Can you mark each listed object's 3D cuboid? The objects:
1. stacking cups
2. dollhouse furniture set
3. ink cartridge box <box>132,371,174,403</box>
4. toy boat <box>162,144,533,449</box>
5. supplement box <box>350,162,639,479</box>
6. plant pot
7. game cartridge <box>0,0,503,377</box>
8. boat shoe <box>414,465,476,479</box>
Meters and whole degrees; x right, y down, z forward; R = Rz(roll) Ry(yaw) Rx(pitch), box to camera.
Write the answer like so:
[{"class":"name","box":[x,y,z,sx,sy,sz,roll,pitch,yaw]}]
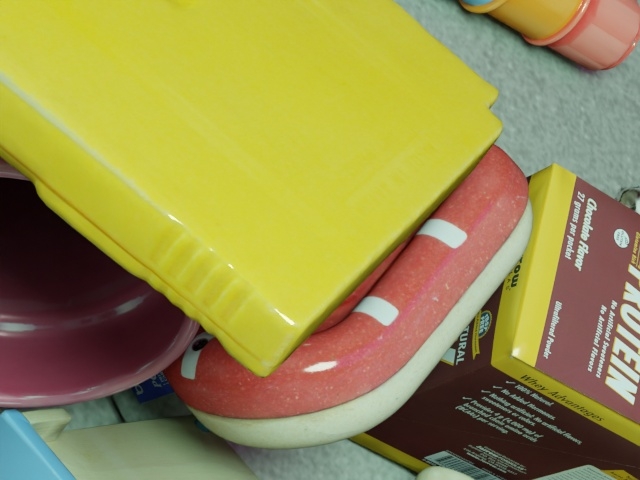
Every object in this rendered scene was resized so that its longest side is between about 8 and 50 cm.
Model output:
[{"class":"stacking cups","box":[0.102,-0.215,1.377,0.316,0.096,0.096,23,61,-35]},{"class":"dollhouse furniture set","box":[-0.063,0.235,1.088,0.303,0.198,0.286,46,21,21]},{"class":"ink cartridge box","box":[-0.054,0.004,1.193,0.207,0.046,0.097,-36,100,-42]},{"class":"toy boat","box":[0.000,0.000,1.081,0.231,0.151,0.151,-50,125,-26]},{"class":"supplement box","box":[0.144,0.076,1.219,0.191,0.194,0.129,28,60,-23]},{"class":"plant pot","box":[-0.159,-0.040,1.035,0.201,0.201,0.180,27,43,-31]},{"class":"game cartridge","box":[-0.081,-0.104,0.977,0.324,0.052,0.285,41,35,5]},{"class":"boat shoe","box":[0.172,0.239,1.264,0.302,0.109,0.098,30,58,-23]}]
